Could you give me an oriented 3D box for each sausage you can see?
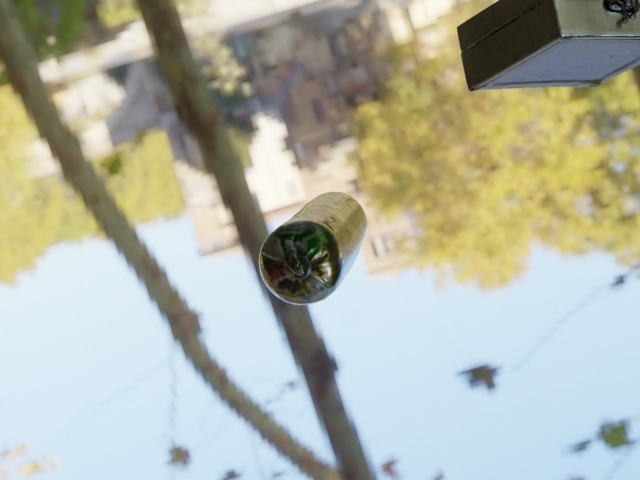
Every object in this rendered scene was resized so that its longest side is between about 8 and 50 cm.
[{"bbox_3d":[0.000,0.000,0.742,0.033,0.033,0.269,-16,-177,5],"label":"sausage"}]

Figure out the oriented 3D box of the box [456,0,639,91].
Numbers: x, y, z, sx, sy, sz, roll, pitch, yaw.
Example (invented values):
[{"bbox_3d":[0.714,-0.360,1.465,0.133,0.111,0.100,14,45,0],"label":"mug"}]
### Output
[{"bbox_3d":[0.119,-0.098,0.832,0.079,0.035,0.083,-4,169,-28],"label":"box"}]
